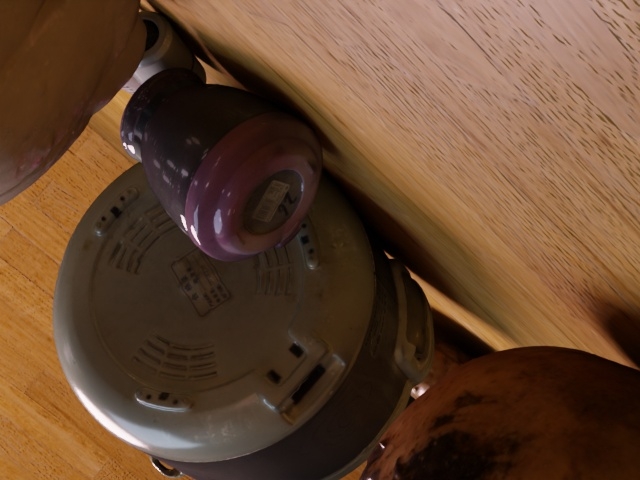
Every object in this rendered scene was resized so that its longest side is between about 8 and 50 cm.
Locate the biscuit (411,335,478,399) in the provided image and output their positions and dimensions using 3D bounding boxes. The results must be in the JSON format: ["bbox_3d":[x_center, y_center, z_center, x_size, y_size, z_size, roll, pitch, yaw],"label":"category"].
[{"bbox_3d":[0.165,0.168,1.598,0.296,0.075,0.296,36,179,1],"label":"biscuit"}]

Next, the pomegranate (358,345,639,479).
[{"bbox_3d":[0.164,0.214,0.927,0.322,0.322,0.322,39,175,4],"label":"pomegranate"}]

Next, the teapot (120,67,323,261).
[{"bbox_3d":[-0.069,-0.063,1.141,0.146,0.116,0.148,39,-160,34],"label":"teapot"}]

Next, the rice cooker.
[{"bbox_3d":[-0.060,0.071,1.333,0.288,0.288,0.277,37,176,24],"label":"rice cooker"}]

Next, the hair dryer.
[{"bbox_3d":[-0.148,-0.163,1.198,0.137,0.047,0.082,45,177,28],"label":"hair dryer"}]

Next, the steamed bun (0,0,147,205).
[{"bbox_3d":[-0.258,-0.137,1.066,0.236,0.247,0.383,33,169,-16],"label":"steamed bun"}]

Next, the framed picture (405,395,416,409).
[{"bbox_3d":[0.085,0.138,1.743,0.173,0.010,0.231,43,-160,-20],"label":"framed picture"}]

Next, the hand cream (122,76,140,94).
[{"bbox_3d":[-0.204,-0.178,1.413,0.095,0.059,0.276,36,179,24],"label":"hand cream"}]
